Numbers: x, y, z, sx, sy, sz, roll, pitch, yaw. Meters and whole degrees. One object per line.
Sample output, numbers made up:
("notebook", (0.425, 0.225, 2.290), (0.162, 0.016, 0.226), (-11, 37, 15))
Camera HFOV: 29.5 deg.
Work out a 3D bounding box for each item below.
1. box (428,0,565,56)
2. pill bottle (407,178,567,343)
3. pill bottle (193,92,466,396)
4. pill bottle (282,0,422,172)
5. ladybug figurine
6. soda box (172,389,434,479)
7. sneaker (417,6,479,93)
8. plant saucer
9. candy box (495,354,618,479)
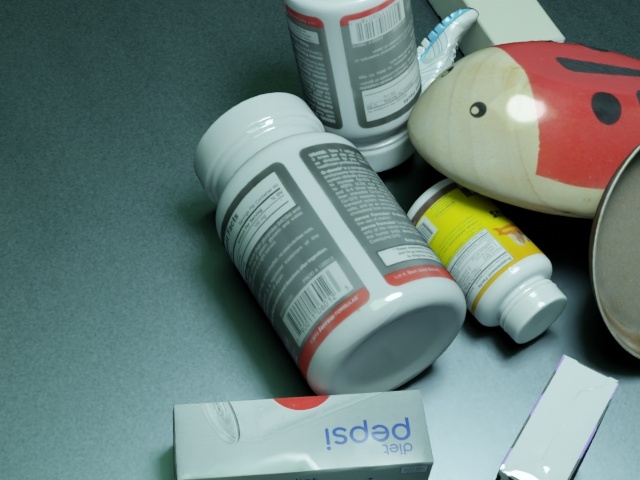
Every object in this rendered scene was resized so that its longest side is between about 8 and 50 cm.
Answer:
("box", (0.250, -0.353, 1.836), (0.113, 0.094, 0.275), (-15, 56, -16))
("pill bottle", (0.209, 0.026, 1.535), (0.117, 0.117, 0.215), (-28, 61, -23))
("pill bottle", (0.000, 0.000, 1.480), (0.210, 0.210, 0.363), (-22, 58, -19))
("pill bottle", (0.048, -0.238, 1.602), (0.161, 0.283, 0.161), (-7, 44, 6))
("ladybug figurine", (0.332, -0.156, 1.590), (0.449, 0.162, 0.305), (0, 35, -28))
("soda box", (-0.023, 0.238, 1.374), (0.286, 0.091, 0.098), (-2, 53, -7))
("sneaker", (0.170, -0.250, 1.748), (0.083, 0.071, 0.190), (43, 94, 11))
("plant saucer", (0.440, -0.001, 1.504), (0.310, 0.310, 0.050), (-28, 22, -23))
("candy box", (0.241, 0.248, 1.322), (0.070, 0.196, 0.165), (27, 55, 16))
